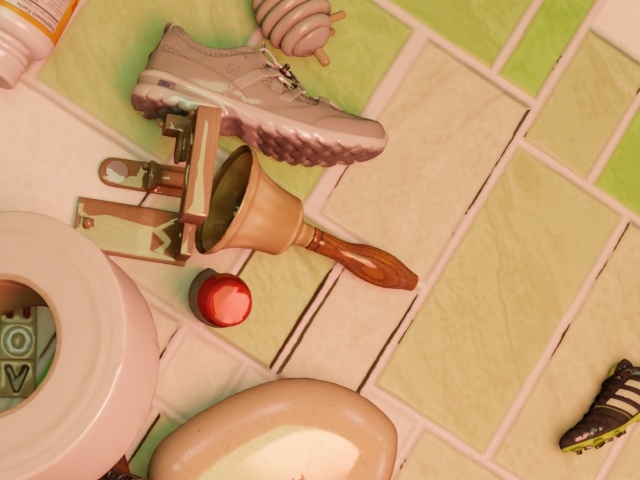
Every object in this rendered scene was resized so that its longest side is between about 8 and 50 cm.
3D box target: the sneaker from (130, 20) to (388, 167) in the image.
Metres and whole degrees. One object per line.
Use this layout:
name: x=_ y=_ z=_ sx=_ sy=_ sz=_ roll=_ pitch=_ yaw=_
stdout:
sneaker: x=-0.055 y=-0.160 z=1.925 sx=0.281 sy=0.105 sz=0.115 roll=17 pitch=74 yaw=-12

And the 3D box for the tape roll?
tape roll: x=-0.308 y=0.118 z=1.767 sx=0.286 sy=0.100 sz=0.286 roll=-5 pitch=69 yaw=14

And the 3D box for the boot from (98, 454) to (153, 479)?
boot: x=-0.195 y=0.249 z=1.814 sx=0.082 sy=0.106 sz=0.219 roll=15 pitch=53 yaw=-41

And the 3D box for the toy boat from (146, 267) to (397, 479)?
toy boat: x=-0.065 y=0.181 z=1.874 sx=0.268 sy=0.148 sz=0.318 roll=-16 pitch=94 yaw=-8

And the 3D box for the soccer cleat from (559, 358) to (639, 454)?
soccer cleat: x=0.330 y=0.178 z=1.991 sx=0.179 sy=0.060 sz=0.072 roll=-27 pitch=79 yaw=-20

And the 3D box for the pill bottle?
pill bottle: x=-0.309 y=-0.271 z=1.878 sx=0.117 sy=0.117 sz=0.215 roll=28 pitch=78 yaw=-7

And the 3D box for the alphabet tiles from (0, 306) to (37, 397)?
alphabet tiles: x=-0.415 y=0.104 z=1.865 sx=0.237 sy=0.009 sz=0.198 roll=2 pitch=82 yaw=-11

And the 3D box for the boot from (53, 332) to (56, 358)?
boot: x=-0.249 y=0.122 z=1.842 sx=0.045 sy=0.121 sz=0.099 roll=11 pitch=90 yaw=-23

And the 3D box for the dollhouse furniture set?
dollhouse furniture set: x=-0.182 y=-0.063 z=1.862 sx=0.123 sy=0.151 sz=0.144 roll=9 pitch=79 yaw=-10

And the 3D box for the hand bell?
hand bell: x=0.000 y=0.000 z=1.933 sx=0.242 sy=0.126 sz=0.126 roll=23 pitch=79 yaw=-21

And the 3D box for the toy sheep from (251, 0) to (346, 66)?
toy sheep: x=-0.026 y=-0.245 z=1.952 sx=0.091 sy=0.091 sz=0.132 roll=-33 pitch=72 yaw=-14
